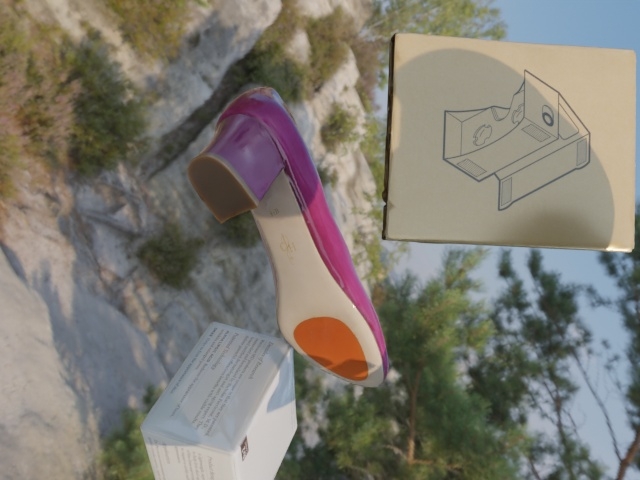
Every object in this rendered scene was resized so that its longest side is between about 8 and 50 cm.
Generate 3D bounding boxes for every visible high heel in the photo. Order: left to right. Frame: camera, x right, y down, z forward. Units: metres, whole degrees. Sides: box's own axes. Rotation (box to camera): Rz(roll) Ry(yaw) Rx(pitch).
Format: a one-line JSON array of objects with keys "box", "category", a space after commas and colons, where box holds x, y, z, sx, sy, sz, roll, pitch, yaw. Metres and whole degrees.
[{"box": [0.000, 0.000, 0.772, 0.377, 0.127, 0.181, 61, 36, -27], "category": "high heel"}]

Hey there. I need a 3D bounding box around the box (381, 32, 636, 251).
[{"box": [0.151, -0.077, 0.513, 0.021, 0.201, 0.164, 163, -70, -84], "category": "box"}]

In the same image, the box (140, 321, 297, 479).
[{"box": [-0.116, 0.234, 0.812, 0.182, 0.119, 0.180, -60, 156, -49], "category": "box"}]
